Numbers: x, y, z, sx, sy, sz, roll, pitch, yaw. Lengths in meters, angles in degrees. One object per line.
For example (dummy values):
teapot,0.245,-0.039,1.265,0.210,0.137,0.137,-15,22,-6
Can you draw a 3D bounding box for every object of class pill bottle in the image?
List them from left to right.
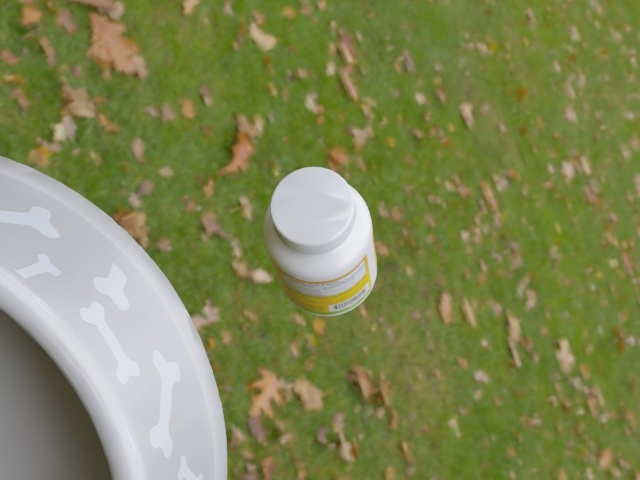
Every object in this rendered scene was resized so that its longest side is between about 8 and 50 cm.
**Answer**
pill bottle,0.000,0.000,1.471,0.246,0.136,0.136,76,2,-69

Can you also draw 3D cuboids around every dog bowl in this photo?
dog bowl,-0.229,0.126,0.615,0.349,0.348,0.102,64,11,-8
